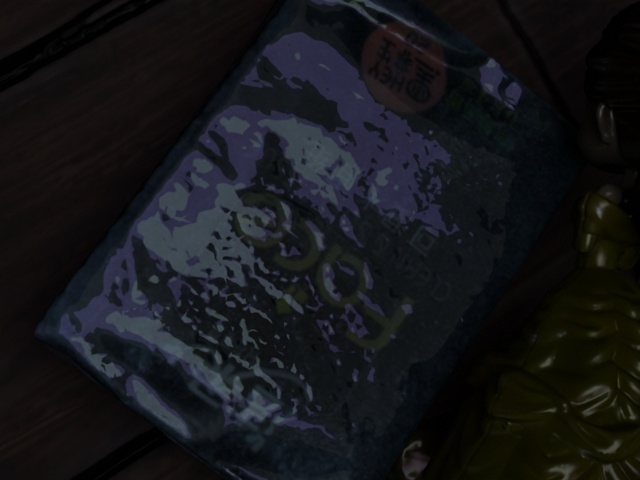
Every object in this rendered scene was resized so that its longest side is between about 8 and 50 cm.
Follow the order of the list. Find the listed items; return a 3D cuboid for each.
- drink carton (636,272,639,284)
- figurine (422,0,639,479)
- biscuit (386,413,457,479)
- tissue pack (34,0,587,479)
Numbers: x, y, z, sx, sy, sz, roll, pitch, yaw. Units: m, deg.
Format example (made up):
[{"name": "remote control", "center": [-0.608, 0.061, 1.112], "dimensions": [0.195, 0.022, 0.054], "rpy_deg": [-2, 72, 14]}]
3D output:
[{"name": "drink carton", "center": [0.374, 0.068, 0.801], "dimensions": [0.315, 0.106, 0.130], "rpy_deg": [41, 74, 20]}, {"name": "figurine", "center": [0.182, 0.010, 0.732], "dimensions": [0.187, 0.168, 0.315], "rpy_deg": [14, 87, -16]}, {"name": "biscuit", "center": [0.051, 0.205, 0.802], "dimensions": [0.174, 0.039, 0.183], "rpy_deg": [2, 85, -12]}, {"name": "tissue pack", "center": [0.000, 0.000, 0.772], "dimensions": [0.228, 0.103, 0.315], "rpy_deg": [37, 77, -9]}]
